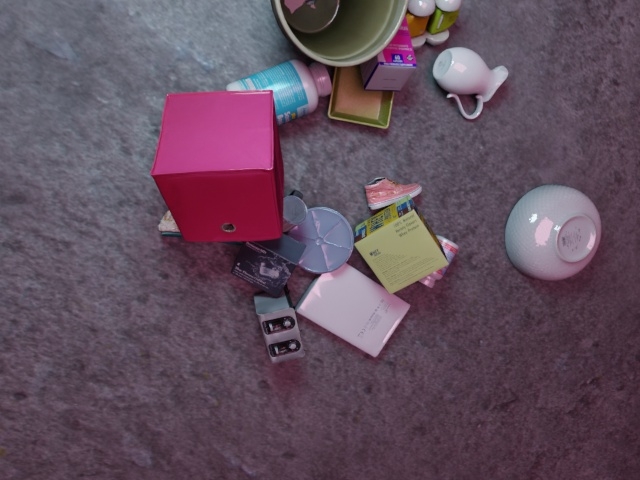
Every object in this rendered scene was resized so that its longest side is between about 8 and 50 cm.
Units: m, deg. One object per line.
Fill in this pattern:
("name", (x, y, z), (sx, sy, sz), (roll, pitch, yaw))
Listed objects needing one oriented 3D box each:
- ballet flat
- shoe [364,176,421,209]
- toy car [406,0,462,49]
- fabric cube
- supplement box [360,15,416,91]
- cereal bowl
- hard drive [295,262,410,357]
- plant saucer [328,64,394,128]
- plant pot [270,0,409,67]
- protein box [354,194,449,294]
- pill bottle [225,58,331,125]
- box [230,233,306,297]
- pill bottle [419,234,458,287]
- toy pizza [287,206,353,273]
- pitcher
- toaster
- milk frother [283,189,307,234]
("ballet flat", (-0.325, -0.039, 1.173), (0.241, 0.091, 0.077), (8, 76, -19))
("shoe", (0.223, -0.161, 1.288), (0.178, 0.063, 0.081), (-19, 110, -5))
("toy car", (0.297, -0.647, 1.191), (0.182, 0.159, 0.136), (-16, 67, -10))
("fabric cube", (-0.223, -0.172, 1.006), (0.255, 0.258, 0.258), (-2, 58, -2))
("supplement box", (0.170, -0.535, 1.142), (0.112, 0.114, 0.219), (-5, 75, -16))
("cereal bowl", (0.813, -0.018, 1.420), (0.340, 0.141, 0.338), (-3, 101, -14))
("hard drive", (0.107, 0.213, 1.342), (0.319, 0.040, 0.210), (33, 91, -17))
("plant saucer", (0.119, -0.434, 1.223), (0.189, 0.045, 0.188), (7, 98, -15))
("plant pot", (0.011, -0.603, 1.025), (0.324, 0.280, 0.322), (-8, 116, -17))
("protein box", (0.237, 0.012, 1.255), (0.200, 0.136, 0.201), (-31, 108, 18))
("pill bottle", (-0.107, -0.390, 1.124), (0.264, 0.146, 0.146), (-25, 105, -7))
("box", (-0.148, 0.053, 1.172), (0.156, 0.093, 0.158), (28, 129, -3))
("pill bottle", (0.371, 0.070, 1.355), (0.087, 0.087, 0.160), (28, 93, -17))
("toy pizza", (0.000, 0.000, 1.261), (0.202, 0.032, 0.201), (1, 95, 9))
("pitcher", (0.435, -0.471, 1.263), (0.207, 0.125, 0.177), (10, 113, -26))
("toaster", (-0.122, 0.238, 1.230), (0.110, 0.185, 0.167), (-13, 111, -9))
("milk frother", (-0.129, -0.089, 1.175), (0.143, 0.135, 0.129), (14, 65, -27))
